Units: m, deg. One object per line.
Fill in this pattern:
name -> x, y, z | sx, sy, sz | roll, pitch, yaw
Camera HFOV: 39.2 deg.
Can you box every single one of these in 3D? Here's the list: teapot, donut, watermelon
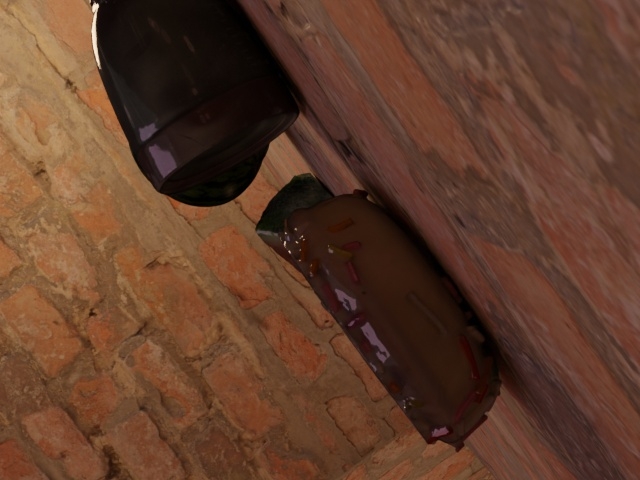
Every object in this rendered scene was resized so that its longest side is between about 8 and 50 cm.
teapot -> -0.184, -0.261, 1.305 | 0.312, 0.233, 0.315 | 61, -154, 2
donut -> 0.096, 0.095, 1.184 | 0.383, 0.142, 0.382 | 54, 178, 3
watermelon -> 0.000, 0.000, 1.835 | 0.139, 0.193, 0.257 | 11, 144, 38
watermelon -> -0.233, -0.215, 1.750 | 0.285, 0.285, 0.285 | 54, 178, 3
